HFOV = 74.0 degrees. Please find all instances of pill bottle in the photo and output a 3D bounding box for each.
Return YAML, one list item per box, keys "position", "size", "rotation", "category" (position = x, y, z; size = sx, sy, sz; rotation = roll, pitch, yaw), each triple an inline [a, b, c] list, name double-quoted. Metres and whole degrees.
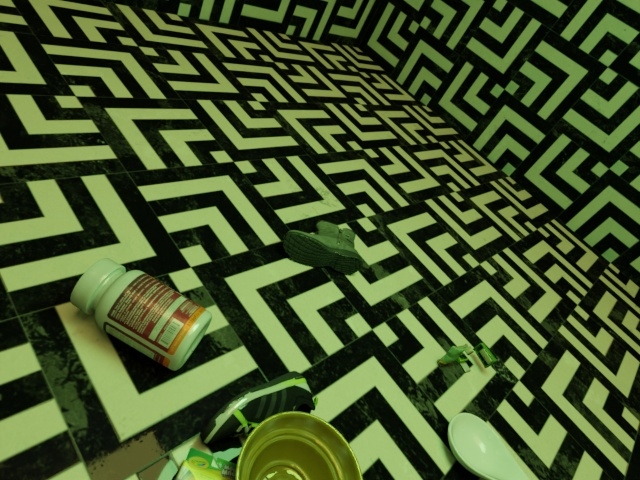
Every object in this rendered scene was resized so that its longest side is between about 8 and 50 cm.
- position: [-0.321, 0.130, 0.771]
  size: [0.221, 0.121, 0.121]
  rotation: [32, 37, -1]
  category: "pill bottle"

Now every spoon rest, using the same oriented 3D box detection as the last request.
- position: [0.377, 0.490, 0.889]
  size: [0.137, 0.084, 0.276]
  rotation: [-12, 56, -43]
  category: "spoon rest"

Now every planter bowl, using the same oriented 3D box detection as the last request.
- position: [-0.044, 0.401, 0.687]
  size: [0.217, 0.090, 0.217]
  rotation: [19, 40, -16]
  category: "planter bowl"

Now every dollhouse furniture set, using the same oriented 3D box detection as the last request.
- position: [0.381, 0.309, 1.100]
  size: [0.152, 0.076, 0.058]
  rotation: [1, 46, -35]
  category: "dollhouse furniture set"

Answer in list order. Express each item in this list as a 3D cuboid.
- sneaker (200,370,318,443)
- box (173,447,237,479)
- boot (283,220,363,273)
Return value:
- position: [-0.094, 0.312, 0.757]
  size: [0.235, 0.084, 0.097]
  rotation: [-13, 57, -43]
  category: "sneaker"
- position: [-0.184, 0.410, 0.621]
  size: [0.105, 0.043, 0.179]
  rotation: [26, 40, -7]
  category: "box"
- position: [0.000, 0.000, 1.191]
  size: [0.247, 0.083, 0.161]
  rotation: [20, 32, -24]
  category: "boot"
